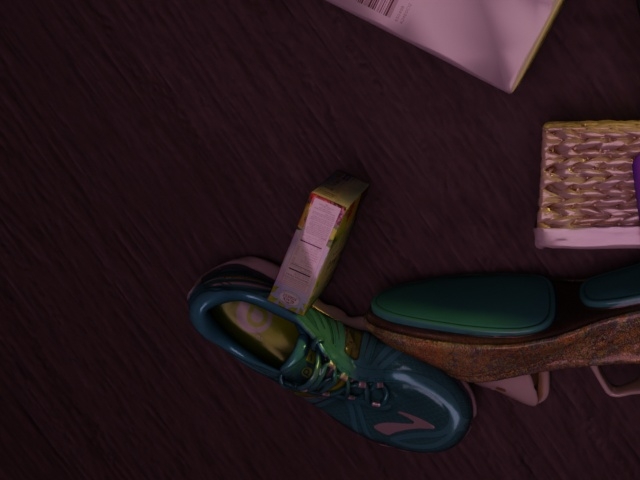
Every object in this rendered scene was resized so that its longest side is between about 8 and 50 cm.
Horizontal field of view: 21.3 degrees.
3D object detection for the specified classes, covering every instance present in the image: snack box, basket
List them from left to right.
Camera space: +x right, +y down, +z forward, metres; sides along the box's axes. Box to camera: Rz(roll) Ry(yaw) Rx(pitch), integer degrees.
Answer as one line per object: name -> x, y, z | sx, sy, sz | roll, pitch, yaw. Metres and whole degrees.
snack box -> 0.000, 0.000, 1.448 | 0.037, 0.141, 0.100 | 24, 103, 5
basket -> 0.261, -0.048, 1.409 | 0.167, 0.113, 0.103 | 0, 96, 10

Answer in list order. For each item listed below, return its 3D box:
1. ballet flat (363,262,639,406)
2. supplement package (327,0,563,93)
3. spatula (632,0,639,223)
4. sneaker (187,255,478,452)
ballet flat -> 0.213, 0.083, 1.444 | 0.348, 0.123, 0.123 | -8, 98, 12
supplement package -> 0.090, -0.269, 1.383 | 0.262, 0.145, 0.204 | 28, 103, 6
spatula -> 0.271, -0.131, 1.326 | 0.084, 0.030, 0.296 | -10, 95, 7
sneaker -> 0.004, 0.112, 1.484 | 0.275, 0.110, 0.107 | 26, 103, 4
